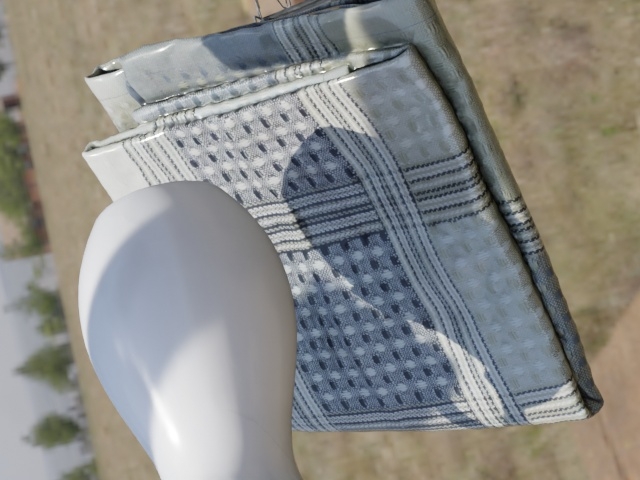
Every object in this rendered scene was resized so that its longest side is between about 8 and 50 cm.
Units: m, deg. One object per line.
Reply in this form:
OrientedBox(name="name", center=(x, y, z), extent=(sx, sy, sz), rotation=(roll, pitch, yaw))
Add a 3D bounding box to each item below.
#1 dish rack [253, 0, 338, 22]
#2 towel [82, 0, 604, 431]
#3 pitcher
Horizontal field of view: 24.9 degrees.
OrientedBox(name="dish rack", center=(-0.003, -0.334, 1.673), extent=(0.272, 0.208, 0.074), rotation=(-102, -14, -49))
OrientedBox(name="towel", center=(0.000, 0.000, 0.969), extent=(0.312, 0.056, 0.324), rotation=(-7, 117, 42))
OrientedBox(name="pitcher", center=(-0.064, 0.083, 0.870), extent=(0.178, 0.125, 0.207), rotation=(57, -166, -68))
